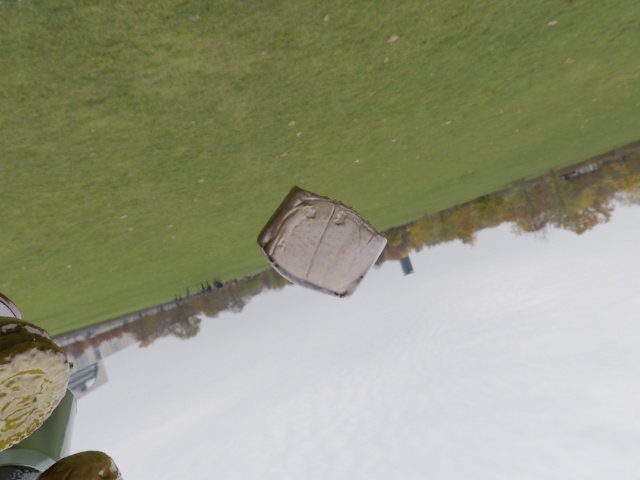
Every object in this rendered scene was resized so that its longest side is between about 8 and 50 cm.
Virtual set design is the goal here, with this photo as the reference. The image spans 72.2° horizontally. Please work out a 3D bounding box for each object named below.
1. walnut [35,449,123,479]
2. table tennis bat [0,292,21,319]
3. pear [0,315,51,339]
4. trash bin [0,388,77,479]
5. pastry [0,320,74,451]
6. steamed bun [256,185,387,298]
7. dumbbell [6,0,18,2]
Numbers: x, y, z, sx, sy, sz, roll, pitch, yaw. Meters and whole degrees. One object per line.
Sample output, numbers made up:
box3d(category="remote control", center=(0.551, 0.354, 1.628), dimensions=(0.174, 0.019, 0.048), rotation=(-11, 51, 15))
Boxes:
box3d(category="walnut", center=(-0.485, 0.514, 0.872), dimensions=(0.167, 0.167, 0.207), rotation=(-18, 172, 5))
box3d(category="table tennis bat", center=(-1.078, 0.163, 1.310), dimensions=(0.268, 0.051, 0.414), rotation=(0, 137, 5))
box3d(category="pear", center=(-0.916, 0.351, 1.194), dimensions=(0.304, 0.303, 0.304), rotation=(-18, 178, -1))
box3d(category="trash bin", center=(-0.891, 0.641, 1.310), dimensions=(0.280, 0.280, 0.432), rotation=(-17, -159, -16))
box3d(category="pastry", center=(-0.587, 0.282, 0.811), dimensions=(0.132, 0.235, 0.240), rotation=(22, -128, 32))
box3d(category="steamed bun", center=(0.000, 0.000, 1.185), dimensions=(0.251, 0.301, 0.199), rotation=(-58, -173, 8))
box3d(category="dumbbell", center=(-0.428, -0.225, 0.488), dimensions=(0.179, 0.406, 0.179), rotation=(18, -179, 0))
